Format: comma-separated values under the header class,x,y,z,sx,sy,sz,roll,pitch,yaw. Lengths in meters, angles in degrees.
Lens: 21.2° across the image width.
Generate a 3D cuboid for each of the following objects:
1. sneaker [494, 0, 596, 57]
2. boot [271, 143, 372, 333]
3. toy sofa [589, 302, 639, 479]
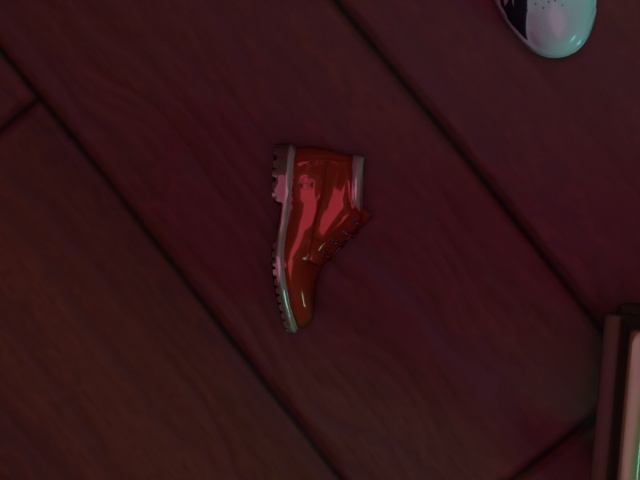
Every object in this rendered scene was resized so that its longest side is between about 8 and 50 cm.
class,x,y,z,sx,sy,sz,roll,pitch,yaw
sneaker,0.168,-0.261,1.334,0.094,0.153,0.235,-3,94,6
boot,0.000,0.000,1.418,0.085,0.059,0.158,3,94,-1
toy sofa,0.399,0.143,1.339,0.363,0.177,0.150,4,95,3
